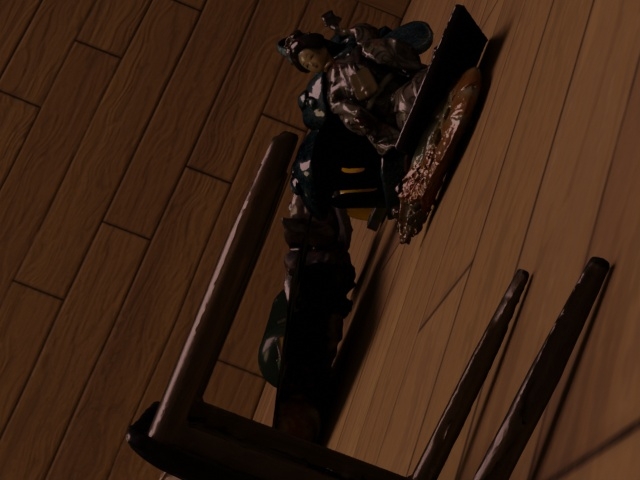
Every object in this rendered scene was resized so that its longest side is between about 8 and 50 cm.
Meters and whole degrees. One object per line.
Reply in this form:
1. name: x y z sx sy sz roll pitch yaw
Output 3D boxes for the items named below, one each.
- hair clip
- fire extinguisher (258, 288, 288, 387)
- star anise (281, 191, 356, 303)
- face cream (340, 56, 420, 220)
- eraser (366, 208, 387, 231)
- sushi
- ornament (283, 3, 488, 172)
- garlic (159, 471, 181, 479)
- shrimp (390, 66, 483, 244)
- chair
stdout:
1. hair clip: 0.055 -0.165 1.631 0.310 0.194 0.206 -76 -20 -63
2. fire extinguisher: -0.030 0.143 1.848 0.311 0.114 0.095 -72 -35 -76
3. star anise: 0.000 -0.001 1.749 0.209 0.089 0.231 -68 -22 -54
4. face cream: 0.094 -0.165 1.923 0.078 0.078 0.273 118 173 -71
5. eraser: 0.087 -0.054 1.785 0.038 0.019 0.083 -74 5 -50
6. sushi: -0.006 0.149 1.525 0.339 0.068 0.320 -75 -7 -75
7. ornament: 0.043 -0.178 1.336 0.166 0.196 0.153 -68 -18 3
8. garlic: -0.166 0.332 1.649 0.218 0.212 0.219 -170 90 -85
9. shrimp: 0.110 -0.083 1.248 0.091 0.043 0.184 -94 26 -77
10. chair: -0.006 0.107 0.614 0.188 0.166 0.272 136 156 -85
